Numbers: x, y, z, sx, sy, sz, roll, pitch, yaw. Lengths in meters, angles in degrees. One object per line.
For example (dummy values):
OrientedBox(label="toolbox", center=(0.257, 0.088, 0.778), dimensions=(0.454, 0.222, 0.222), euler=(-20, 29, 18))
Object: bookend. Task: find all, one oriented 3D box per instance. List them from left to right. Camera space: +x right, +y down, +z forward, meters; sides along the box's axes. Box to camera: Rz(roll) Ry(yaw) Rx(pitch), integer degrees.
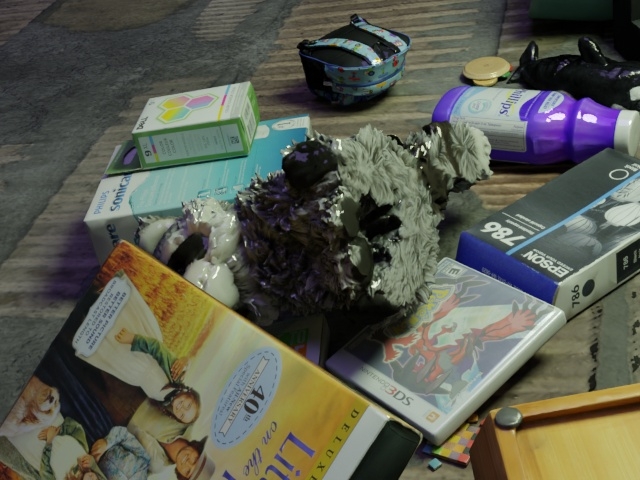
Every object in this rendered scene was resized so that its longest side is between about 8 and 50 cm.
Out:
OrientedBox(label="bookend", center=(0.526, -0.356, 1.532), dimensions=(0.072, 0.157, 0.156), euler=(-14, 32, 0))

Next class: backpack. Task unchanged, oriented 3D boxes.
OrientedBox(label="backpack", center=(0.071, -0.297, 1.638), dimensions=(0.158, 0.117, 0.173), euler=(-32, 37, -27))

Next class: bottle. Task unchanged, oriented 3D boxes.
OrientedBox(label="bottle", center=(0.304, -0.161, 1.374), dimensions=(0.282, 0.092, 0.118), euler=(10, 38, 31))

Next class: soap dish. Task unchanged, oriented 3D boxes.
OrientedBox(label="soap dish", center=(0.251, 0.239, 0.769), dimensions=(0.228, 0.118, 0.291), euler=(-10, 34, 4))

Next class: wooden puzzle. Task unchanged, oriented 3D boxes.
OrientedBox(label="wooden puzzle", center=(0.135, 0.200, 0.969), dimensions=(0.049, 0.006, 0.083), euler=(11, 40, 32))

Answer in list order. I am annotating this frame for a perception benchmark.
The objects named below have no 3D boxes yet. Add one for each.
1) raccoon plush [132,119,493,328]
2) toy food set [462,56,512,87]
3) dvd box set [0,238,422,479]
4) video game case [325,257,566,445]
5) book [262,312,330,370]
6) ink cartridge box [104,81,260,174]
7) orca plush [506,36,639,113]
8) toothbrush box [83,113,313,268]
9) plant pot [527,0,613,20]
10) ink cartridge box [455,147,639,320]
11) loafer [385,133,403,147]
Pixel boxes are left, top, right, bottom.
OrientedBox(label="raccoon plush", center=(0.000, 0.000, 1.169), dimensions=(0.299, 0.216, 0.446), euler=(-15, -2, 37))
OrientedBox(label="toy food set", center=(0.283, -0.288, 1.639), dimensions=(0.082, 0.020, 0.083), euler=(-26, 35, -20))
OrientedBox(label="dvd box set", center=(-0.143, 0.203, 0.878), dimensions=(0.420, 0.062, 0.308), euler=(28, 84, 45))
OrientedBox(label="video game case", center=(0.132, 0.111, 1.053), dimensions=(0.201, 0.023, 0.183), euler=(-39, 37, -20))
OrientedBox(label="book", center=(-0.043, 0.148, 1.092), dimensions=(0.096, 0.035, 0.144), euler=(-10, 34, 12))
OrientedBox(label="ink cartridge box", center=(-0.196, -0.155, 1.338), dimensions=(0.209, 0.062, 0.109), euler=(-8, 32, 10))
OrientedBox(label="orca plush", center=(0.418, -0.278, 1.502), dimensions=(0.151, 0.102, 0.287), euler=(-25, 35, -17))
OrientedBox(label="toothbrush box", center=(-0.151, -0.055, 1.342), dimensions=(0.295, 0.126, 0.216), euler=(-8, 33, 6))
OrientedBox(label="plant pot", center=(0.506, -0.516, 1.683), dimensions=(0.235, 0.293, 0.293), euler=(12, 38, 9))
OrientedBox(label="ink cartridge box", center=(0.297, 0.000, 1.164), dimensions=(0.332, 0.065, 0.165), euler=(-30, 37, -23))
OrientedBox(label="loafer", center=(0.108, -0.106, 1.400), dimensions=(0.056, 0.050, 0.148), euler=(-15, 33, -3))
